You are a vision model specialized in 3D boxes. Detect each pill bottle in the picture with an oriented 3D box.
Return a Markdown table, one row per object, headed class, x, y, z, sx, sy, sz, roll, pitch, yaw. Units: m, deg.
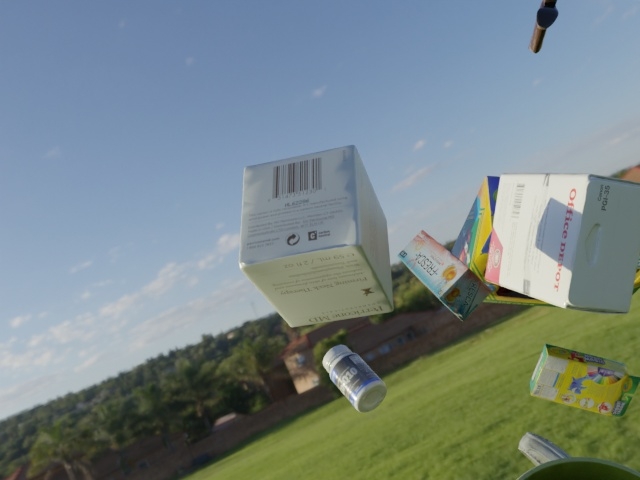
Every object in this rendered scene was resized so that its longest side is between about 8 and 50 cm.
| class | x | y | z | sx | sy | sz | roll | pitch | yaw |
| --- | --- | --- | --- | --- | --- | --- | --- | --- | --- |
| pill bottle | 0.068 | 0.281 | 1.393 | 0.078 | 0.137 | 0.078 | -20 | -50 | -26 |

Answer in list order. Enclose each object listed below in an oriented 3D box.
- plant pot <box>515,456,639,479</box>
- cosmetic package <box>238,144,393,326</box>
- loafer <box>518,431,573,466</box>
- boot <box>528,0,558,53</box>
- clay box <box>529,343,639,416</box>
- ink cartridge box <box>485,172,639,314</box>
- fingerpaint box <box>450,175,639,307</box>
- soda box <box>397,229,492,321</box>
| class | x | y | z | sx | sy | sz | roll | pitch | yaw |
| --- | --- | --- | --- | --- | --- | --- | --- | --- | --- |
| plant pot | 0.365 | 0.495 | 0.947 | 0.274 | 0.275 | 0.294 | -23 | -41 | -12 |
| cosmetic package | 0.000 | 0.000 | 1.895 | 0.329 | 0.328 | 0.394 | -11 | -33 | 14 |
| loafer | 0.463 | 0.476 | 1.183 | 0.111 | 0.319 | 0.112 | -44 | -18 | -1 |
| boot | 0.409 | -0.386 | 1.263 | 0.114 | 0.037 | 0.106 | 95 | -161 | -55 |
| clay box | 0.628 | 0.336 | 1.616 | 0.221 | 0.128 | 0.053 | 14 | 26 | 4 |
| ink cartridge box | 0.400 | -0.004 | 1.136 | 0.117 | 0.207 | 0.283 | 8 | 4 | -12 |
| fingerpaint box | 0.583 | 0.022 | 1.671 | 0.444 | 0.163 | 0.371 | 4 | -30 | -2 |
| soda box | 0.182 | 0.049 | 1.021 | 0.063 | 0.058 | 0.183 | -46 | 21 | 5 |
